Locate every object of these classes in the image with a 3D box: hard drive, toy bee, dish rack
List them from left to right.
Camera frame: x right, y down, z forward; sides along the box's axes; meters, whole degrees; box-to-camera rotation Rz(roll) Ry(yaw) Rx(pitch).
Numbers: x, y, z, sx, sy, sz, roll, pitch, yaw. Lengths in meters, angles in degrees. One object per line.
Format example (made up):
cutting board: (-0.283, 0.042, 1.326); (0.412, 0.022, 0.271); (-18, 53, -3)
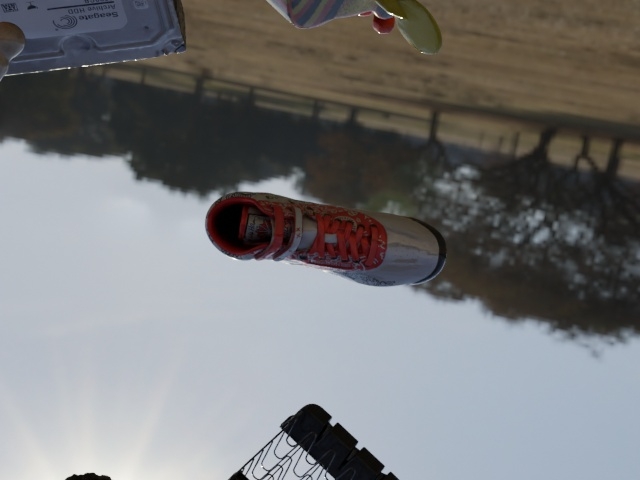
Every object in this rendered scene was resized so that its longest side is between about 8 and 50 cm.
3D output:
hard drive: (-0.275, -0.296, 1.241); (0.236, 0.064, 0.339); (-6, 151, 0)
dish rack: (-0.018, 0.350, 1.667); (0.208, 0.074, 0.271); (41, -140, 10)
toy bee: (0.052, -0.226, 1.043); (0.298, 0.162, 0.195); (-9, -125, -28)

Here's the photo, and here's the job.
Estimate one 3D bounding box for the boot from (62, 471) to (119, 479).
boot: (-0.353, 0.333, 1.300); (0.347, 0.131, 0.260); (-1, -179, -12)

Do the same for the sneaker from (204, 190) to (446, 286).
sneaker: (-0.001, 0.001, 1.433); (0.270, 0.090, 0.145); (13, -173, 23)

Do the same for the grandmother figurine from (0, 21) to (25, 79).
grandmother figurine: (-0.322, -0.152, 0.908); (0.207, 0.342, 0.104); (10, -172, -17)
